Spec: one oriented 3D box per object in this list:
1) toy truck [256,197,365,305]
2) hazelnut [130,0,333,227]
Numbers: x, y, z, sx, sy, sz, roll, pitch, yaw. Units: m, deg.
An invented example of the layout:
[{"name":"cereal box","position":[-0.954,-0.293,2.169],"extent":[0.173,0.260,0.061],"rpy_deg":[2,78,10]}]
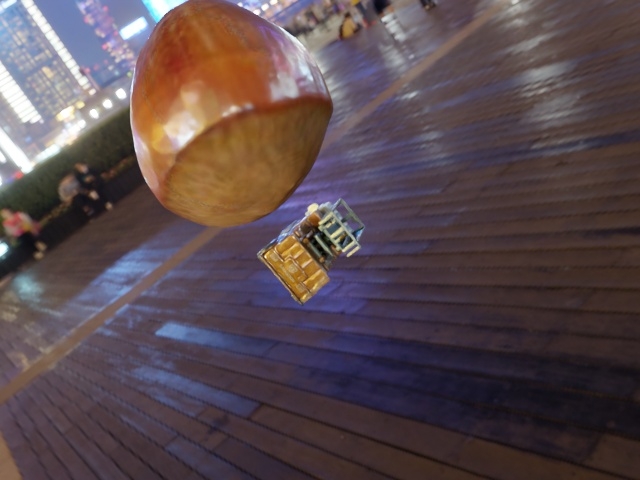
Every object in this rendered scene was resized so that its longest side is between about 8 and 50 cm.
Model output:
[{"name":"toy truck","position":[-0.001,-0.001,0.944],"extent":[0.115,0.080,0.178],"rpy_deg":[-39,5,15]},{"name":"hazelnut","position":[-0.093,-0.120,0.692],"extent":[0.176,0.214,0.214],"rpy_deg":[-18,3,-42]}]
